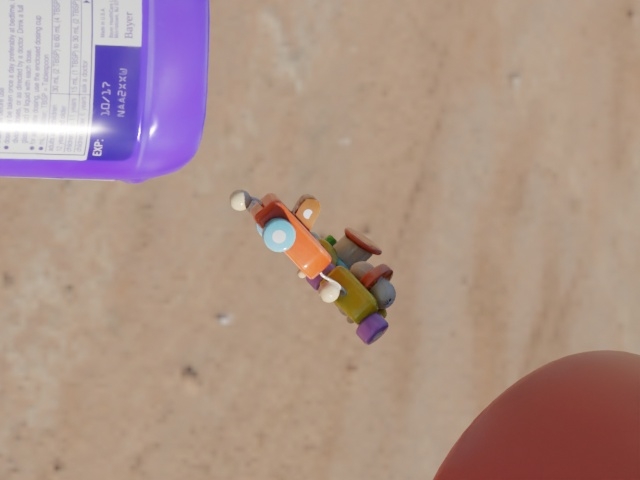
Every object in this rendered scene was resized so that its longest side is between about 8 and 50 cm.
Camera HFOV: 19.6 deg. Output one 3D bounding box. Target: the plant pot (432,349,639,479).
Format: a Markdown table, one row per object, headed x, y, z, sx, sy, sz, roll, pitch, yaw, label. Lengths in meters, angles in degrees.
| x | y | z | sx | sy | sz | roll | pitch | yaw | label |
| --- | --- | --- | --- | --- | --- | --- | --- | --- | --- |
| 0.216 | 0.213 | 0.987 | 0.275 | 0.243 | 0.275 | -10 | 106 | -37 | plant pot |

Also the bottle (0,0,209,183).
| x | y | z | sx | sy | sz | roll | pitch | yaw | label |
| --- | --- | --- | --- | --- | --- | --- | --- | --- | --- |
| -0.191 | -0.085 | 0.794 | 0.283 | 0.092 | 0.118 | 0 | 92 | -20 | bottle |

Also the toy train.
| x | y | z | sx | sy | sz | roll | pitch | yaw | label |
| --- | --- | --- | --- | --- | --- | --- | --- | --- | --- |
| 0.000 | 0.000 | 1.124 | 0.125 | 0.046 | 0.166 | 47 | 1 | -8 | toy train |
